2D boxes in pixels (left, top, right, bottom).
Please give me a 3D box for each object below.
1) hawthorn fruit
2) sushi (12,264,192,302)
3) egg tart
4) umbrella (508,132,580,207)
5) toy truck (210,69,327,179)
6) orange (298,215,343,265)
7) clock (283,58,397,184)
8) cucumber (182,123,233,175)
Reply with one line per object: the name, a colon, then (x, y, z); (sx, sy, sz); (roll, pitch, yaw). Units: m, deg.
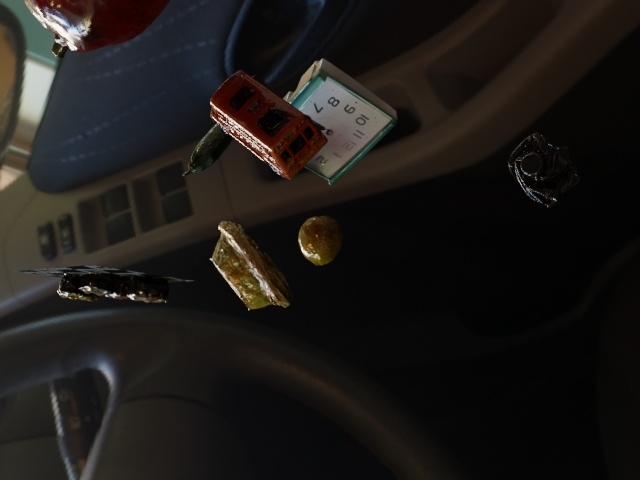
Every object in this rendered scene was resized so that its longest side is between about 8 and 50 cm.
hawthorn fruit: (-0.394, -0.451, 1.363); (0.307, 0.265, 0.265); (-50, 35, 21)
sushi: (-0.478, 0.105, 1.768); (0.294, 0.292, 0.059); (-5, 77, 43)
egg tart: (-0.181, 0.073, 1.977); (0.118, 0.288, 0.288); (-39, 31, -6)
umbrella: (0.406, -0.123, 1.443); (0.110, 0.272, 0.122); (13, 95, 21)
toy truck: (-0.108, -0.219, 1.415); (0.107, 0.114, 0.252); (-47, 54, -5)
orange: (0.000, 0.000, 1.513); (0.085, 0.085, 0.095); (16, 106, 60)
clock: (0.018, -0.288, 1.910); (0.262, 0.231, 0.116); (-42, 28, 41)
cucumber: (-0.219, -0.221, 1.728); (0.056, 0.056, 0.250); (-18, 33, 54)
